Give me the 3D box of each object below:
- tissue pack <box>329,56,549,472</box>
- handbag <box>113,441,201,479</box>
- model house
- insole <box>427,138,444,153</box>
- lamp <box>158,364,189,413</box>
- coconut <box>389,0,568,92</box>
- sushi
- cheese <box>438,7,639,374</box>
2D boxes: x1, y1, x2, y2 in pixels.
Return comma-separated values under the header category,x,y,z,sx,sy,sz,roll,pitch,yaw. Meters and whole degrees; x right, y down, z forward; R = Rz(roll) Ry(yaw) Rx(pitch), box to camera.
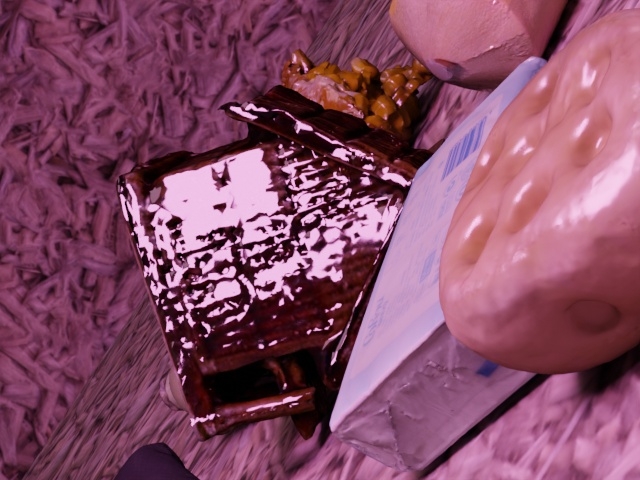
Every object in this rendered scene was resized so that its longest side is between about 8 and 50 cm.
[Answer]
category,x,y,z,sx,sy,sz,roll,pitch,yaw
tissue pack,0.108,0.016,1.108,0.177,0.089,0.263,-49,16,44
handbag,-0.140,0.283,1.258,0.211,0.089,0.254,-54,28,-7
model house,0.000,0.000,1.445,0.283,0.297,0.317,-23,1,9
insole,0.091,-0.064,1.647,0.135,0.002,0.045,-45,15,49
lamp,-0.091,0.136,1.641,0.250,0.101,0.101,-23,33,50
coconut,0.144,-0.209,1.447,0.152,0.147,0.147,-60,11,-22
sushi,0.028,-0.148,1.800,0.296,0.167,0.179,-38,-32,-86
cheese,0.159,-0.022,0.904,0.218,0.117,0.235,-57,12,8
